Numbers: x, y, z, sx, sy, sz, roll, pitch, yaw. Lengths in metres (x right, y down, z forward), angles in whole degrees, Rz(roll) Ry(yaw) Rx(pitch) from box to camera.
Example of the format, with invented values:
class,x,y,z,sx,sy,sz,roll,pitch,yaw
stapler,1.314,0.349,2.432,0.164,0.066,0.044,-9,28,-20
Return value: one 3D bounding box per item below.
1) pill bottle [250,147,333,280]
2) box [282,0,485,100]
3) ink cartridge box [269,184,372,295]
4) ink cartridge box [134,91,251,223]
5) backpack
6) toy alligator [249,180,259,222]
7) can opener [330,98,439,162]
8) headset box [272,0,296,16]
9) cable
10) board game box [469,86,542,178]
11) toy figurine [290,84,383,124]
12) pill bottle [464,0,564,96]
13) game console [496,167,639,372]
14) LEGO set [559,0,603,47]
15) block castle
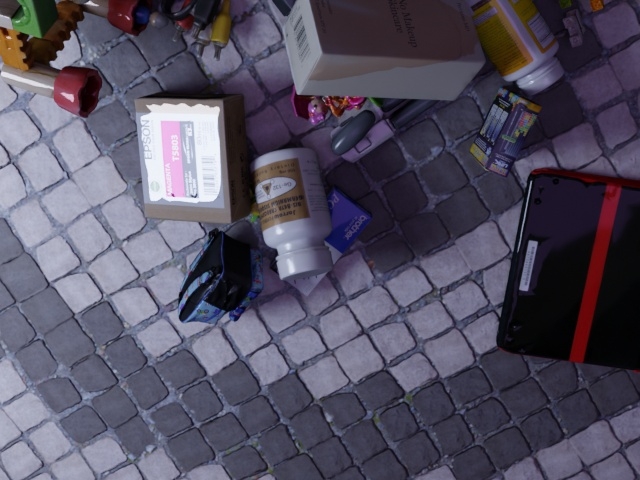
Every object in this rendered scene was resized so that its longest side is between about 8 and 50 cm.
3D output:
class,x,y,z,sx,sy,sz,roll,pitch,yaw
pill bottle,-0.048,-0.047,1.679,0.131,0.131,0.229,-13,81,5
box,0.108,-0.332,1.535,0.311,0.121,0.147,-3,65,-24
ink cartridge box,0.000,0.000,1.773,0.097,0.046,0.207,37,103,-9
ink cartridge box,-0.238,-0.156,1.684,0.193,0.088,0.234,3,107,22
backpack,-0.202,0.091,1.750,0.117,0.158,0.173,26,119,-24
toy alligator,-0.156,-0.095,1.744,0.051,0.056,0.189,-38,101,11
can opener,0.143,-0.242,1.678,0.283,0.095,0.076,-34,102,10
headset box,-0.035,-0.560,1.551,0.283,0.131,0.246,-40,102,0
cable,-0.190,-0.482,1.657,0.140,0.072,0.287,27,92,11
board game box,0.336,-0.201,1.647,0.048,0.170,0.141,21,105,-6
toy figurine,0.021,-0.269,1.656,0.159,0.173,0.130,-32,141,22
pill bottle,0.350,-0.371,1.627,0.117,0.117,0.215,-34,102,10
game console,0.547,0.065,1.781,0.342,0.060,0.386,9,105,4
LEGO set,0.464,-0.478,1.618,0.087,0.093,0.227,-12,115,34
block castle,-0.388,-0.448,1.439,0.213,0.303,0.453,17,147,7
